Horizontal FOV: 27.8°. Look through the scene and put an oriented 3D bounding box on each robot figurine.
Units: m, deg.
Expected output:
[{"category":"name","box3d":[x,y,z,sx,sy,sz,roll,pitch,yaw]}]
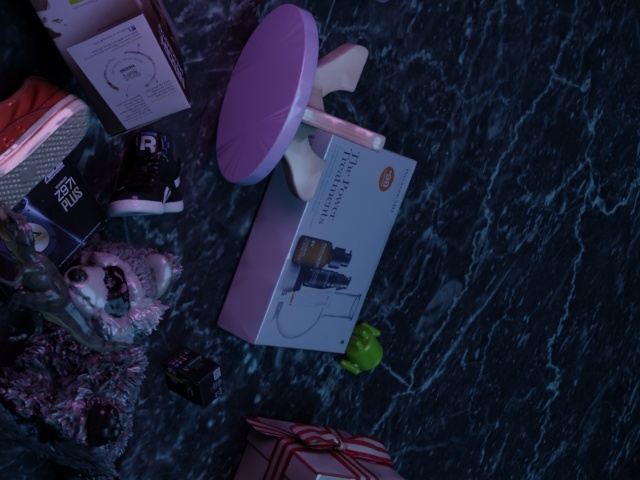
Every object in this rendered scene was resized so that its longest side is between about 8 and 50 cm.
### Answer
[{"category":"robot figurine","box3d":[0.080,0.207,2.477,0.101,0.067,0.115,-62,147,-21]}]

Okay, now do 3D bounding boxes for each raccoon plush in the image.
[{"category":"raccoon plush","box3d":[-0.332,0.178,1.880,0.446,0.216,0.299,112,3,-63]}]

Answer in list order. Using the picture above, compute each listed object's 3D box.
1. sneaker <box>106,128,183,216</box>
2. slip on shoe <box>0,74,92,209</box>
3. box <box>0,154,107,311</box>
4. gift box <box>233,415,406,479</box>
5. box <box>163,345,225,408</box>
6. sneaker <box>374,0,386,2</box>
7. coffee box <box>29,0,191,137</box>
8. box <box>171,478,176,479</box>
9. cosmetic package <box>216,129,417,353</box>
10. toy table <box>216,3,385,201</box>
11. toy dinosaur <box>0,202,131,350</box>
[{"category":"sneaker","box3d":[-0.249,-0.096,1.804,0.217,0.079,0.121,-21,108,-82]},{"category":"slip on shoe","box3d":[-0.424,-0.084,1.571,0.331,0.101,0.123,-47,166,-27]},{"category":"box","box3d":[-0.389,-0.024,1.699,0.180,0.077,0.147,-49,142,-23]},{"category":"gift box","box3d":[-0.029,0.453,2.331,0.255,0.276,0.258,15,102,-42]},{"category":"box","box3d":[-0.205,0.221,2.088,0.052,0.083,0.062,-39,137,-36]},{"category":"sneaker","box3d":[0.002,-0.447,1.852,0.365,0.210,0.137,14,98,-55]},{"category":"coffee box","box3d":[-0.273,-0.296,1.587,0.118,0.168,0.297,-20,138,5]},{"category":"box","box3d":[-0.320,0.505,2.002,0.184,0.103,0.261,-16,149,-51]},{"category":"cosmetic package","box3d":[0.000,0.000,2.225,0.284,0.097,0.377,12,100,-58]},{"category":"toy table","box3d":[-0.032,-0.200,1.951,0.160,0.252,0.274,16,109,-40]},{"category":"toy dinosaur","box3d":[-0.356,0.078,1.614,0.118,0.064,0.268,-27,125,8]}]
